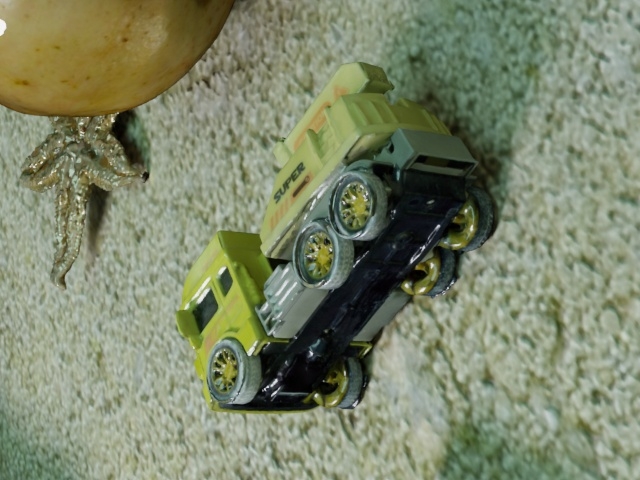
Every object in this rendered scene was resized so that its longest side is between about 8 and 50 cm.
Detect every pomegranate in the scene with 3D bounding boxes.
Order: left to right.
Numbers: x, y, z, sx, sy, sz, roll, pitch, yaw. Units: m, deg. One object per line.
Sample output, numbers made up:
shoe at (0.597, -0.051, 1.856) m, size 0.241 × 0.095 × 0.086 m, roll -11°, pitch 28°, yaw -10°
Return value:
pomegranate at (-0.210, -0.277, 1.453) m, size 0.338 × 0.338 × 0.338 m, roll -10°, pitch 77°, yaw 51°

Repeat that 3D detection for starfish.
starfish at (-0.233, -0.114, 1.682) m, size 0.231 × 0.048 × 0.295 m, roll 33°, pitch 110°, yaw 49°

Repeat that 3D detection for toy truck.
toy truck at (0.000, 0.000, 1.302) m, size 0.272 × 0.124 × 0.157 m, roll -53°, pitch 48°, yaw 33°
